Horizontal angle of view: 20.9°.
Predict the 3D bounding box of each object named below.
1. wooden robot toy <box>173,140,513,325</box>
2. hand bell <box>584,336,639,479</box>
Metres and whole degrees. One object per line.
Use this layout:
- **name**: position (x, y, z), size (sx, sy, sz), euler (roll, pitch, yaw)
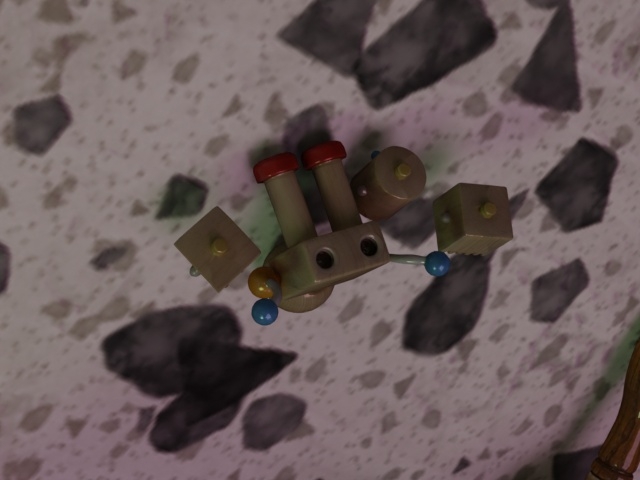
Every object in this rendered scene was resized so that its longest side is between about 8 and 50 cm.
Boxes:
- **wooden robot toy**: position (0.000, 0.000, 0.820), size (0.173, 0.076, 0.079), euler (-14, 167, -28)
- **hand bell**: position (0.179, 0.131, 1.047), size (0.126, 0.126, 0.242), euler (15, 101, -44)
